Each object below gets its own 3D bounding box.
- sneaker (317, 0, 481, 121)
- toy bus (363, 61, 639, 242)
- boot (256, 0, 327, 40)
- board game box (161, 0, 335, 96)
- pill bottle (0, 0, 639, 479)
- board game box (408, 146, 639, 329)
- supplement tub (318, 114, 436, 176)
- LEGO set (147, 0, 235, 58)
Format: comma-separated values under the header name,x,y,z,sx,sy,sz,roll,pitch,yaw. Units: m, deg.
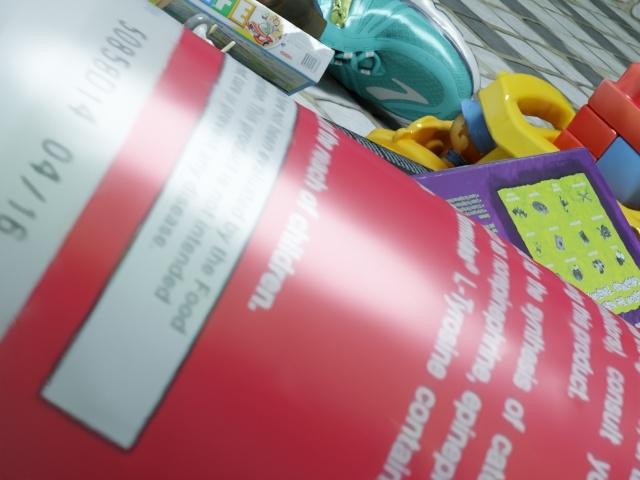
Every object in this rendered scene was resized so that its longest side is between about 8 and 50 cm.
name,x,y,z,sx,sy,sz,roll,pitch,yaw
sneaker,-0.007,-0.165,1.411,0.275,0.107,0.110,31,38,-1
toy bus,0.123,-0.024,1.068,0.220,0.211,0.149,45,22,30
boot,-0.089,-0.207,1.327,0.219,0.082,0.106,37,-3,34
board game box,-0.074,-0.152,1.249,0.154,0.026,0.103,32,-11,-13
pill bottle,0.025,0.119,0.503,0.407,0.229,0.229,33,18,-9
board game box,0.074,0.069,0.813,0.346,0.056,0.208,-11,66,-54
supplement tub,0.000,0.000,0.933,0.190,0.117,0.117,24,22,-35
LEGO set,-0.180,-0.175,1.133,0.287,0.107,0.132,42,-16,32
